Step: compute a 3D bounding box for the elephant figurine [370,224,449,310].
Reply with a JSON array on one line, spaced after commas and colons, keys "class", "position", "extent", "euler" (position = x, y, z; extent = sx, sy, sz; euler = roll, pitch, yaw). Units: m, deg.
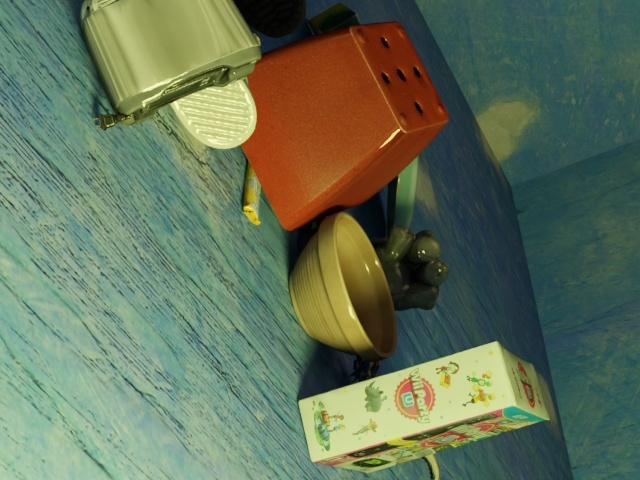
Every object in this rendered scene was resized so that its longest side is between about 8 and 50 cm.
[{"class": "elephant figurine", "position": [0.135, 0.053, 2.148], "extent": [0.239, 0.186, 0.169], "euler": [-156, -100, -79]}]

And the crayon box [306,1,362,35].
[{"class": "crayon box", "position": [0.067, -0.361, 2.333], "extent": [0.203, 0.083, 0.323], "euler": [59, 3, -17]}]

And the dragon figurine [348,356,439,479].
[{"class": "dragon figurine", "position": [0.125, 0.297, 1.923], "extent": [0.085, 0.144, 0.289], "euler": [-83, 167, -60]}]

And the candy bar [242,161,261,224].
[{"class": "candy bar", "position": [-0.101, -0.081, 1.781], "extent": [0.040, 0.018, 0.161], "euler": [58, 20, -33]}]

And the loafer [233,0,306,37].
[{"class": "loafer", "position": [-0.121, -0.532, 2.032], "extent": [0.366, 0.134, 0.130], "euler": [65, 18, -14]}]

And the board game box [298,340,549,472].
[{"class": "board game box", "position": [0.154, 0.248, 1.698], "extent": [0.224, 0.303, 0.097], "euler": [31, 42, -63]}]

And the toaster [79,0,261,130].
[{"class": "toaster", "position": [-0.193, -0.237, 1.411], "extent": [0.146, 0.227, 0.129], "euler": [65, -12, 1]}]

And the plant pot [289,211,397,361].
[{"class": "plant pot", "position": [0.025, 0.083, 1.820], "extent": [0.237, 0.110, 0.237], "euler": [55, 24, -40]}]

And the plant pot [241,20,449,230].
[{"class": "plant pot", "position": [0.037, -0.204, 1.829], "extent": [0.267, 0.236, 0.267], "euler": [-22, 84, -57]}]

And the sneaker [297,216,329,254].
[{"class": "sneaker", "position": [0.000, 0.000, 1.939], "extent": [0.144, 0.053, 0.059], "euler": [-71, 139, -63]}]

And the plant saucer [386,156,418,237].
[{"class": "plant saucer", "position": [0.168, -0.146, 2.377], "extent": [0.317, 0.044, 0.317], "euler": [-177, -90, -90]}]

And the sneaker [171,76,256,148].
[{"class": "sneaker", "position": [-0.207, -0.295, 1.561], "extent": [0.150, 0.135, 0.366], "euler": [-115, 180, -66]}]
